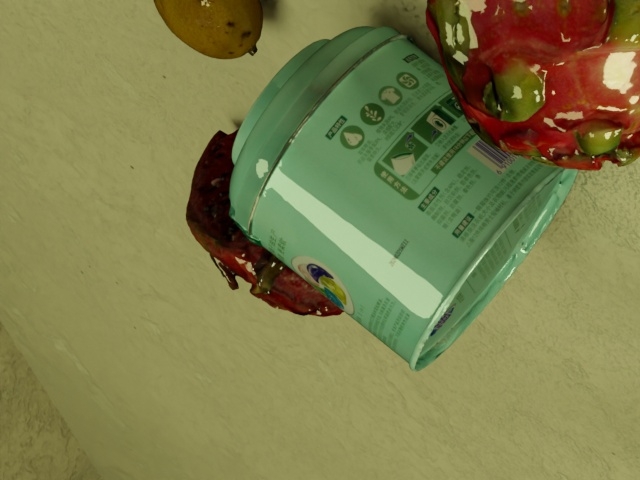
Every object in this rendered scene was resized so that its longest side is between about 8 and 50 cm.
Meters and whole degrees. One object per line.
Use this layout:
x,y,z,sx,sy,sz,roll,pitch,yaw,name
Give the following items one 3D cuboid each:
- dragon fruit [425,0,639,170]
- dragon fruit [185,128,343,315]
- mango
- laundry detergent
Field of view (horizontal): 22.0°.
0.206,-0.206,1.340,0.231,0.237,0.302,-10,85,29,dragon fruit
0.000,0.000,2.184,0.330,0.302,0.240,37,128,-22,dragon fruit
-0.148,-0.313,1.953,0.147,0.109,0.227,23,150,46,mango
0.074,-0.061,1.790,0.305,0.287,0.287,39,155,13,laundry detergent
